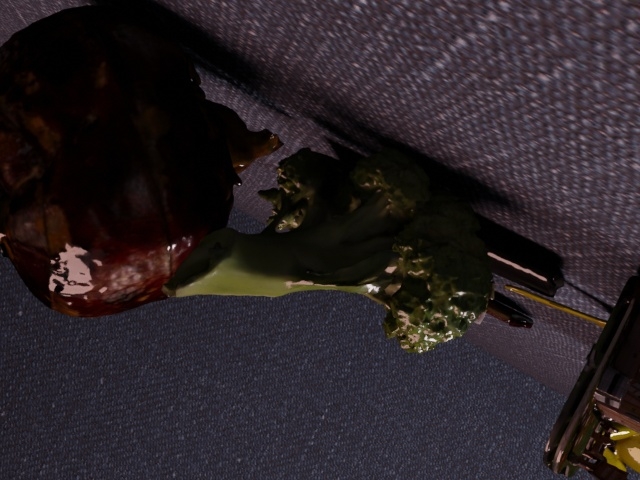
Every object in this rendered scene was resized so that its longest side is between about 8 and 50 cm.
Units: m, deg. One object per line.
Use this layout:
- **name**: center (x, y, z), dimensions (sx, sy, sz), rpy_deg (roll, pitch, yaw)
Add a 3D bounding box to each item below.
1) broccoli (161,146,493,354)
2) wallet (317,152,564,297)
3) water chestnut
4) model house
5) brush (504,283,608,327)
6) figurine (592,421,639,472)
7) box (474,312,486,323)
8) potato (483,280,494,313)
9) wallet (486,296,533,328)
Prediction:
- **broccoli**: center (0.023, -0.021, 1.089), dimensions (0.302, 0.186, 0.254), rpy_deg (21, -152, -10)
- **wallet**: center (0.140, -0.019, 1.268), dimensions (0.321, 0.044, 0.170), rpy_deg (25, 176, 17)
- **water chestnut**: center (-0.199, -0.093, 1.159), dimensions (0.347, 0.335, 0.335), rpy_deg (-10, -172, -16)
- **model house**: center (0.350, 0.177, 1.086), dimensions (0.154, 0.207, 0.294), rpy_deg (24, 175, 22)
- **brush**: center (0.317, 0.088, 1.294), dimensions (0.205, 0.011, 0.083), rpy_deg (19, 177, -11)
- **figurine**: center (0.477, 0.273, 1.594), dimensions (0.218, 0.169, 0.327), rpy_deg (25, 177, -3)
- **box**: center (0.218, 0.103, 1.965), dimensions (0.218, 0.039, 0.055), rpy_deg (22, -172, -34)
- **potato**: center (0.191, 0.073, 1.672), dimensions (0.117, 0.090, 0.225), rpy_deg (15, 178, -21)
- **wallet**: center (0.251, 0.089, 1.848), dimensions (0.255, 0.031, 0.137), rpy_deg (30, -178, 32)
